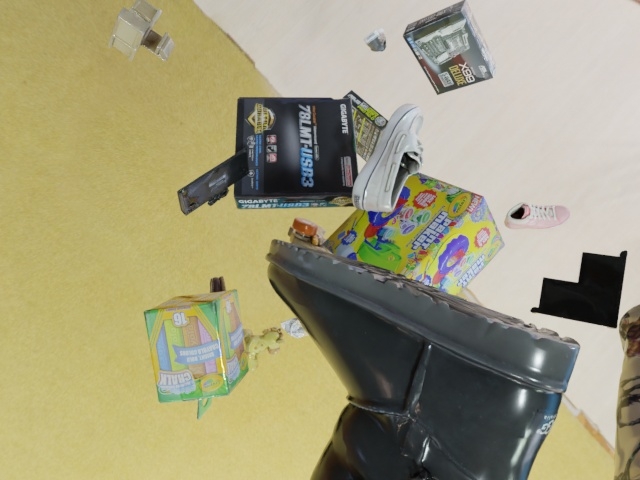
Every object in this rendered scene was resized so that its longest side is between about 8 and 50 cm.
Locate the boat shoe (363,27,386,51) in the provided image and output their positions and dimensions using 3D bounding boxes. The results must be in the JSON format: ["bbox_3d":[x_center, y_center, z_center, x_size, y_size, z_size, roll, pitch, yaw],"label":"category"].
[{"bbox_3d":[0.220,-0.758,1.701,0.080,0.228,0.076,-31,104,21],"label":"boat shoe"}]

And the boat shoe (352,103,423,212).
[{"bbox_3d":[0.154,-0.160,0.853,0.268,0.088,0.096,-56,148,-30],"label":"boat shoe"}]

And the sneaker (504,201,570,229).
[{"bbox_3d":[0.472,-0.055,0.970,0.134,0.070,0.051,-8,70,21],"label":"sneaker"}]

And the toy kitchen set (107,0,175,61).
[{"bbox_3d":[-0.218,-0.278,0.579,0.068,0.075,0.083,30,67,-27],"label":"toy kitchen set"}]

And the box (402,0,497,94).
[{"bbox_3d":[0.498,-0.724,1.704,0.307,0.242,0.077,43,58,-36],"label":"box"}]

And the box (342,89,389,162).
[{"bbox_3d":[0.172,-0.473,1.886,0.060,0.270,0.216,-42,78,-17],"label":"box"}]

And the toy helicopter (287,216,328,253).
[{"bbox_3d":[0.000,0.000,1.537,0.234,0.355,0.140,19,103,-7],"label":"toy helicopter"}]

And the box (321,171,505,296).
[{"bbox_3d":[0.213,0.011,1.054,0.290,0.279,0.177,-46,128,-7],"label":"box"}]

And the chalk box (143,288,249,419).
[{"bbox_3d":[-0.215,0.210,0.810,0.132,0.132,0.213,-9,93,6],"label":"chalk box"}]

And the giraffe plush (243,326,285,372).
[{"bbox_3d":[-0.240,0.428,1.868,0.170,0.181,0.210,-11,138,-17],"label":"giraffe plush"}]

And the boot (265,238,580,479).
[{"bbox_3d":[0.008,0.248,0.464,0.146,0.367,0.445,15,94,-43],"label":"boot"}]

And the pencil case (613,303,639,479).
[{"bbox_3d":[0.507,0.275,0.642,0.160,0.183,0.410,44,52,-10],"label":"pencil case"}]

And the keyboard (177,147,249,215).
[{"bbox_3d":[-0.226,-0.121,0.955,0.023,0.108,0.180,40,61,20],"label":"keyboard"}]

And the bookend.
[{"bbox_3d":[0.537,0.092,0.934,0.157,0.072,0.156,8,84,28],"label":"bookend"}]

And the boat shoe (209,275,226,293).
[{"bbox_3d":[-0.241,0.178,1.007,0.073,0.073,0.207,-5,60,-15],"label":"boat shoe"}]

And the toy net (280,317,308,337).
[{"bbox_3d":[-0.006,0.257,1.270,0.232,0.045,0.122,7,125,9],"label":"toy net"}]

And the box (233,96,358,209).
[{"bbox_3d":[-0.059,-0.220,1.095,0.293,0.073,0.296,-1,66,-2],"label":"box"}]
